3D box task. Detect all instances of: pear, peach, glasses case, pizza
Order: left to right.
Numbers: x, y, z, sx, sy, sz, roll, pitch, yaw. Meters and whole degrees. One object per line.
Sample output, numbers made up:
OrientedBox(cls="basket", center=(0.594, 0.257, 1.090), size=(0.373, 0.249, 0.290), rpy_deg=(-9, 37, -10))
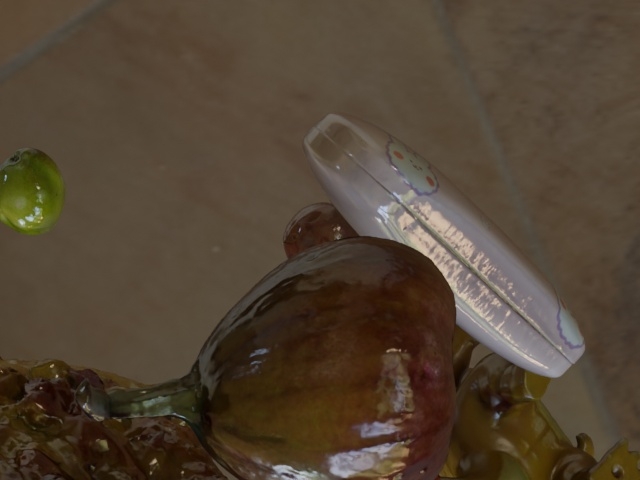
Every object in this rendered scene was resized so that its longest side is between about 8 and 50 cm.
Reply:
OrientedBox(cls="pear", center=(-0.322, -0.055, 2.134), size=(0.092, 0.092, 0.097), rpy_deg=(8, 101, 37))
OrientedBox(cls="pizza", center=(-0.164, 0.177, 1.296), size=(0.278, 0.409, 0.114), rpy_deg=(43, 112, 21))
OrientedBox(cls="peach", center=(0.002, 0.001, 1.980), size=(0.083, 0.083, 0.083), rpy_deg=(6, 99, 37))
OrientedBox(cls="glasses case", center=(0.093, 0.007, 1.420), size=(0.075, 0.297, 0.113), rpy_deg=(-47, 40, 1))

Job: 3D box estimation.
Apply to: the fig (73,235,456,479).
OrientedBox(cls="fig", center=(-0.006, 0.090, 1.091), size=(0.202, 0.148, 0.149), rpy_deg=(-31, 88, 3))

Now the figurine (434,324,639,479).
OrientedBox(cls="figurine", center=(0.104, 0.217, 1.949), size=(0.401, 0.268, 0.387), rpy_deg=(37, 150, -19))
